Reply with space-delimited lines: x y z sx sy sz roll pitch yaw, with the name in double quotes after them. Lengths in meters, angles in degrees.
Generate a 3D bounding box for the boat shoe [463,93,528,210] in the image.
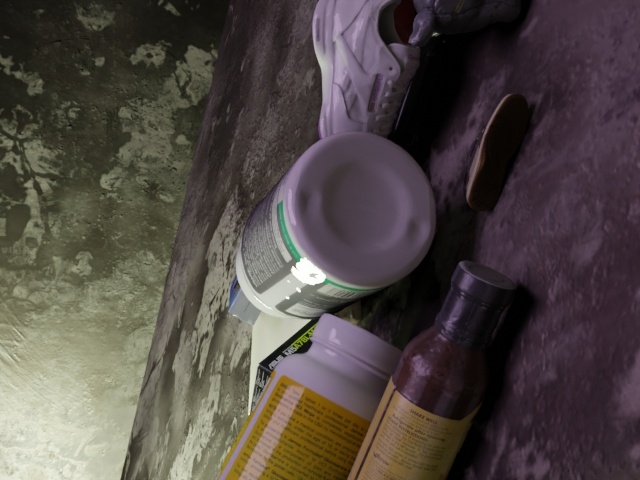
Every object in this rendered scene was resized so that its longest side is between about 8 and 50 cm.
0.212 -0.115 1.039 0.152 0.056 0.049 -70 25 15 "boat shoe"

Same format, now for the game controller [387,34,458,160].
0.136 -0.193 1.325 0.166 0.067 0.319 -103 31 -80 "game controller"

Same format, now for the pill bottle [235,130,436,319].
0.000 0.000 1.171 0.361 0.204 0.204 144 138 -66 "pill bottle"

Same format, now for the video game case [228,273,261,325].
-0.104 0.024 1.659 0.244 0.061 0.269 -62 8 4 "video game case"

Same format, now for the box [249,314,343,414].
-0.043 0.227 1.298 0.184 0.045 0.191 -34 -36 -46 "box"

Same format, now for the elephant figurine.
0.185 -0.372 1.171 0.239 0.185 0.170 -124 34 -67 "elephant figurine"

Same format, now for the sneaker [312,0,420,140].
0.073 -0.213 1.203 0.114 0.152 0.305 -29 -66 -60 "sneaker"

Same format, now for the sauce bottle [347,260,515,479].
0.128 0.192 0.965 0.111 0.111 0.345 -119 48 -63 "sauce bottle"

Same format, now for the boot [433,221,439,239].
0.125 0.006 1.209 0.158 0.059 0.085 -178 89 -69 "boot"

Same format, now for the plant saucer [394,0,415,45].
0.103 -0.304 1.399 0.259 0.047 0.259 -79 8 -50 "plant saucer"

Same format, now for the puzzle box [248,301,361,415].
-0.037 0.131 1.550 0.409 0.052 0.272 127 152 -47 "puzzle box"

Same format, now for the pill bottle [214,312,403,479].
-0.012 0.277 1.116 0.334 0.187 0.188 -61 18 -9 "pill bottle"
